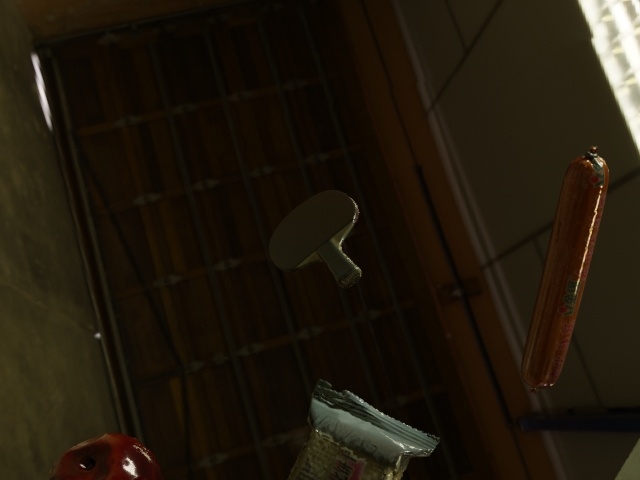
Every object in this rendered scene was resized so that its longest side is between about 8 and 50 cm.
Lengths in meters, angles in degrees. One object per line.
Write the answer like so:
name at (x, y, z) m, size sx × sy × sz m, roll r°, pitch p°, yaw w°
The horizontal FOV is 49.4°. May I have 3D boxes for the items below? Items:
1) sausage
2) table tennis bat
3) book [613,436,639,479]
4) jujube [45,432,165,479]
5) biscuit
sausage at (0.302, 0.051, 0.868) m, size 0.053 × 0.053 × 0.347 m, roll -123°, pitch -147°, yaw -59°
table tennis bat at (0.000, 0.000, 1.022) m, size 0.021 × 0.154 × 0.274 m, roll 50°, pitch 1°, yaw -28°
book at (0.375, 0.269, 0.665) m, size 0.201 × 0.289 × 0.026 m, roll 16°, pitch -35°, yaw 50°
jujube at (-0.278, 0.374, 0.977) m, size 0.230 × 0.155 × 0.155 m, roll 61°, pitch -2°, yaw -31°
biscuit at (0.006, 0.358, 0.914) m, size 0.186 × 0.309 × 0.079 m, roll 22°, pitch -13°, yaw 25°
